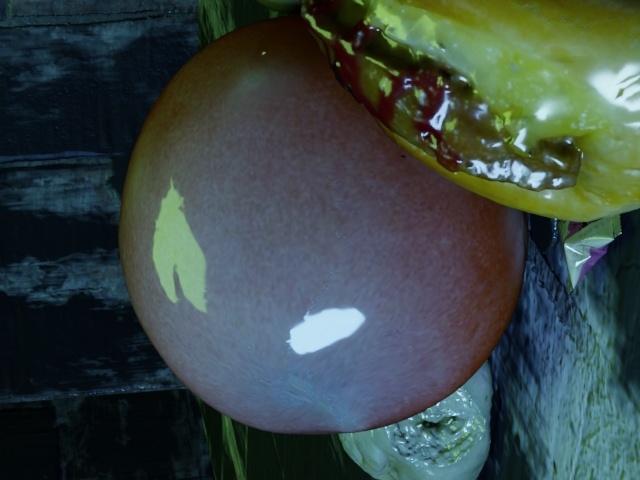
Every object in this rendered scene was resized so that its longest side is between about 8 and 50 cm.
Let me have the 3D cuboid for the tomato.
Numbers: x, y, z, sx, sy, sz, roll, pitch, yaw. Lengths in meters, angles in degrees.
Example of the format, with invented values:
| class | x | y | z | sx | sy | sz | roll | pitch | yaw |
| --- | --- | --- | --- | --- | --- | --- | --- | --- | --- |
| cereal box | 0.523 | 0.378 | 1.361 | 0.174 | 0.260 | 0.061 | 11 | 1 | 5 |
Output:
| class | x | y | z | sx | sy | sz | roll | pitch | yaw |
| --- | --- | --- | --- | --- | --- | --- | --- | --- | --- |
| tomato | 0.000 | 0.000 | 1.123 | 0.321 | 0.322 | 0.321 | 176 | 90 | -79 |

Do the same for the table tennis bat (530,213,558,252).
| class | x | y | z | sx | sy | sz | roll | pitch | yaw |
| --- | --- | --- | --- | --- | --- | --- | --- | --- | --- |
| table tennis bat | 0.168 | -0.021 | 1.081 | 0.083 | 0.007 | 0.050 | 112 | 153 | -69 |

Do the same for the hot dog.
| class | x | y | z | sx | sy | sz | roll | pitch | yaw |
| --- | --- | --- | --- | --- | --- | --- | --- | --- | --- |
| hot dog | 0.087 | -0.201 | 0.895 | 0.185 | 0.223 | 0.405 | 107 | 156 | -54 |

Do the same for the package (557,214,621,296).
| class | x | y | z | sx | sy | sz | roll | pitch | yaw |
| --- | --- | --- | --- | --- | --- | --- | --- | --- | --- |
| package | 0.179 | -0.007 | 0.982 | 0.083 | 0.029 | 0.059 | 119 | 154 | -51 |

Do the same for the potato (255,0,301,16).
| class | x | y | z | sx | sy | sz | roll | pitch | yaw |
| --- | --- | --- | --- | --- | --- | --- | --- | --- | --- |
| potato | 0.024 | -0.265 | 1.146 | 0.262 | 0.165 | 0.165 | -38 | -43 | -52 |

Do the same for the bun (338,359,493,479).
| class | x | y | z | sx | sy | sz | roll | pitch | yaw |
| --- | --- | --- | --- | --- | --- | --- | --- | --- | --- |
| bun | 0.075 | 0.141 | 1.304 | 0.193 | 0.128 | 0.178 | -158 | 66 | -75 |
